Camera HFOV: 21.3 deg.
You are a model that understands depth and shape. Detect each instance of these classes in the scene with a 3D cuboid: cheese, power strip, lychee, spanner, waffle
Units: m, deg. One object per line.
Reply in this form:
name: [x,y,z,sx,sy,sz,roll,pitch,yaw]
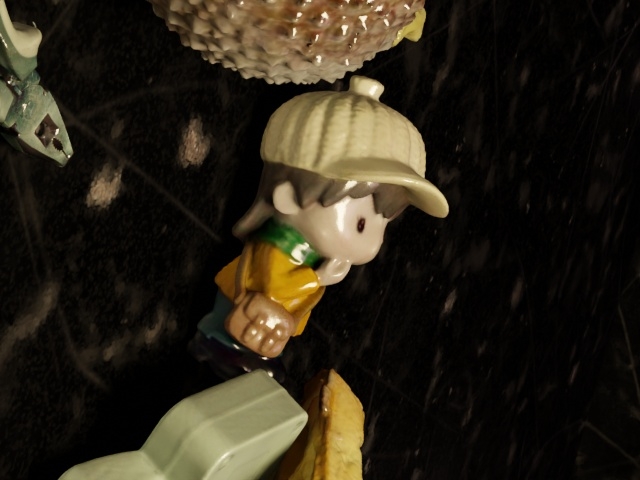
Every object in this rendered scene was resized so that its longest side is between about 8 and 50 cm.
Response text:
cheese: [0.096,-0.247,1.964,0.083,0.030,0.044,-36,133,-61]
power strip: [-0.138,0.263,1.649,0.261,0.141,0.229,-17,147,-55]
lychee: [-0.036,-0.264,1.373,0.300,0.300,0.300,-46,146,-43]
spanner: [-0.258,-0.145,1.279,0.096,0.040,0.325,-61,153,-18]
waffle: [-0.057,0.337,1.753,0.348,0.077,0.304,-56,-164,31]

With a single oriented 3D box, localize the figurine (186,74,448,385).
figurine: [-0.025,-0.012,1.768,0.332,0.204,0.185,-44,161,12]
